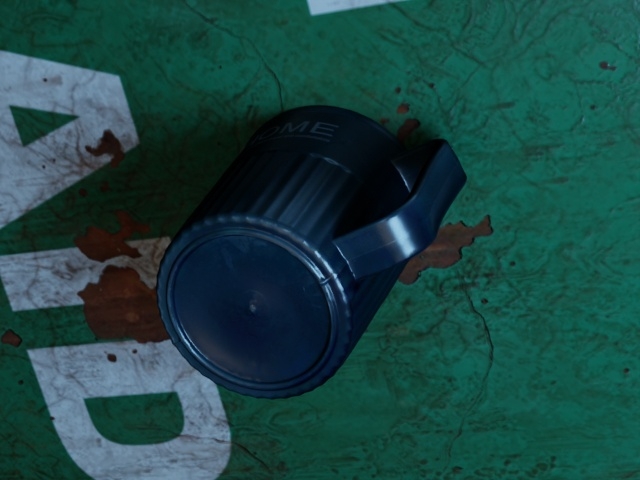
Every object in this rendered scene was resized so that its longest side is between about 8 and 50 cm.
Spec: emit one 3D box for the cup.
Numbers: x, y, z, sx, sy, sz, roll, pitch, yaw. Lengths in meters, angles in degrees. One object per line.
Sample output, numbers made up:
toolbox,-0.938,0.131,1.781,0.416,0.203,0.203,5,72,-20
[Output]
cup,-0.002,0.016,1.767,0.307,0.292,0.242,7,118,17
